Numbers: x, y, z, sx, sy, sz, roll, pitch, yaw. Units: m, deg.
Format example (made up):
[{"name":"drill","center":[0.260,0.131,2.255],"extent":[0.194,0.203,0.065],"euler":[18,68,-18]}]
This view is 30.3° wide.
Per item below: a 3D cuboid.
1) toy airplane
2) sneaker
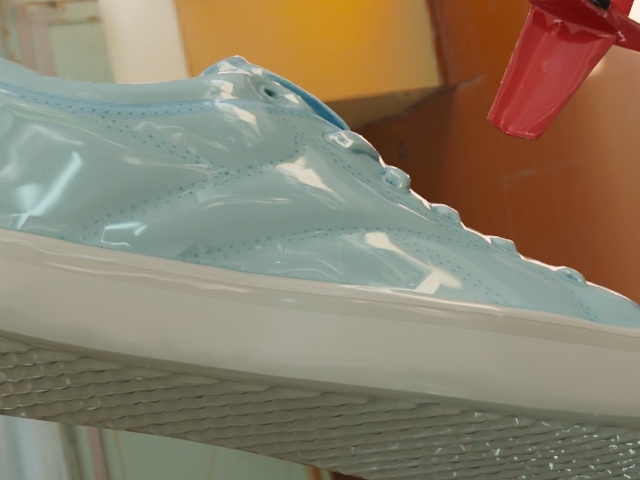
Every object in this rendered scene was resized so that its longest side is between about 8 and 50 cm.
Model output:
[{"name":"toy airplane","center":[0.144,-0.095,0.556],"extent":[0.028,0.151,0.151],"euler":[117,139,-69]},{"name":"sneaker","center":[0.000,0.000,0.440],"extent":[0.135,0.366,0.150],"euler":[130,150,-62]}]
